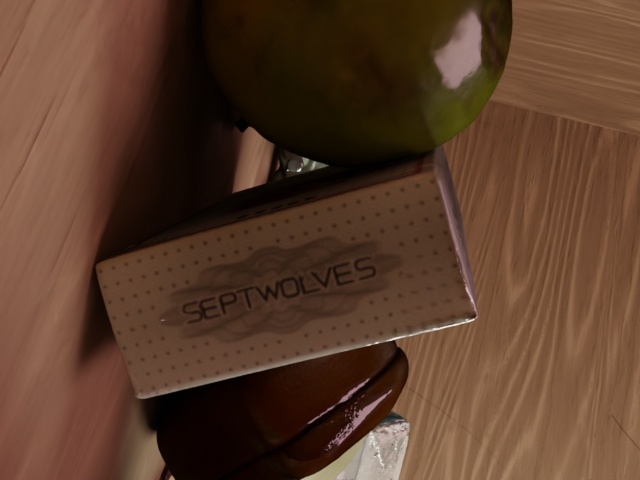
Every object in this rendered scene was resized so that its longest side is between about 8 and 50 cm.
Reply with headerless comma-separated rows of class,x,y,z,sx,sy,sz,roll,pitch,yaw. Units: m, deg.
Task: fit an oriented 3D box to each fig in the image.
fig,0.036,-0.146,0.559,0.230,0.207,0.207,24,78,-53

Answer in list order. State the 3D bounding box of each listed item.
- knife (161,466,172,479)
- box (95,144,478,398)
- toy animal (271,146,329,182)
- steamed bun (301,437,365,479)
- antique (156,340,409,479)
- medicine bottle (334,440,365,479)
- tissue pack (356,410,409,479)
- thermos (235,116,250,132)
knife,-0.123,0.183,0.891,0.247,0.018,0.035,-62,167,-64
box,-0.001,0.000,0.613,0.330,0.210,0.095,-48,122,-77
toy animal,-0.026,-0.024,0.951,0.170,0.090,0.255,-100,-154,-53
steamed bun,-0.022,0.211,1.049,0.250,0.155,0.200,-64,158,-19
antique,-0.039,0.136,0.720,0.223,0.129,0.278,-34,177,-14
medicine bottle,-0.038,0.335,1.232,0.190,0.190,0.332,76,29,-78
tissue pack,0.015,0.352,1.427,0.124,0.271,0.201,5,103,-43
thermos,-0.034,-0.147,0.718,0.187,0.083,0.073,-64,143,-58
